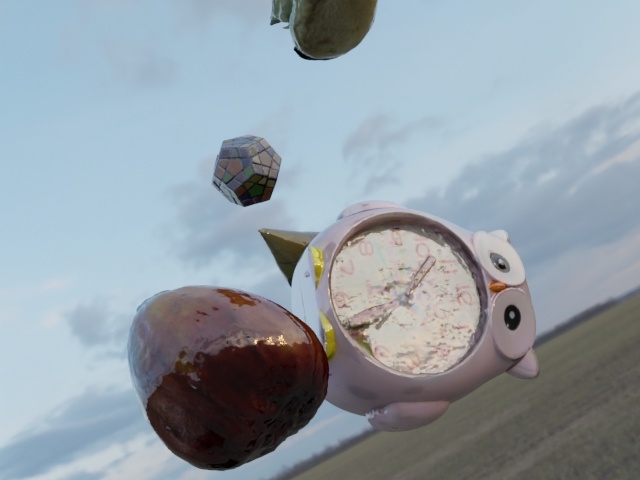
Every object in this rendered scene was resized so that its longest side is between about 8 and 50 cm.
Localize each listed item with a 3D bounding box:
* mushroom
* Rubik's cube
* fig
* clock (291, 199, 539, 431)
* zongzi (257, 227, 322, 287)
[{"bbox_3d":[0.016,-0.452,1.440,0.189,0.267,0.164,4,0,-11],"label":"mushroom"},{"bbox_3d":[-0.111,-0.104,1.260,0.093,0.111,0.111,-22,-6,43],"label":"Rubik's cube"},{"bbox_3d":[-0.122,0.167,1.063,0.224,0.263,0.224,-61,9,17],"label":"fig"},{"bbox_3d":[0.145,0.117,1.358,0.376,0.369,0.250,-2,-21,-17],"label":"clock"},{"bbox_3d":[0.000,0.000,1.614,0.145,0.300,0.274,-29,30,26],"label":"zongzi"}]
